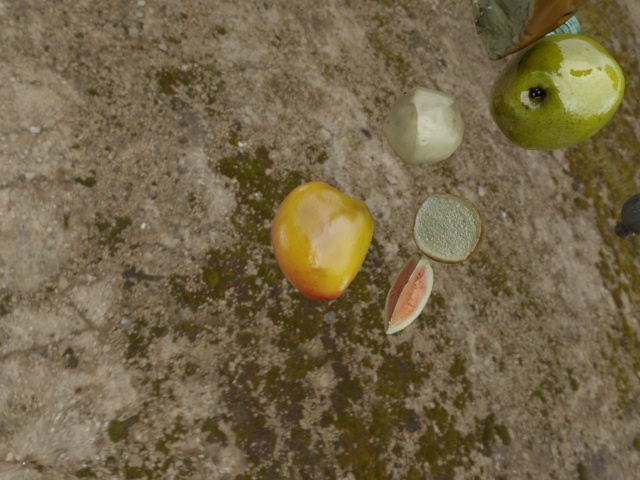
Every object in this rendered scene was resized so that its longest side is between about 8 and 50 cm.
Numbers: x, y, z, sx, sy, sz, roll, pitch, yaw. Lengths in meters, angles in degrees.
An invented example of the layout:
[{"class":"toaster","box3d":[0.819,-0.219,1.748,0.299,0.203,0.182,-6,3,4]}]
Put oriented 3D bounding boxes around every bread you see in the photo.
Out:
[{"class":"bread","box3d":[0.406,-0.038,1.423,0.070,0.236,0.236,8,60,-57]},{"class":"bread","box3d":[0.433,-0.535,0.919,0.225,0.250,0.279,41,71,-7]}]

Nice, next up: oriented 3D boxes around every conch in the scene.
[{"class":"conch","box3d":[0.705,-0.651,1.398,0.202,0.196,0.134,-35,133,-51]}]

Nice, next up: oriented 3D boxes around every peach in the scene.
[{"class":"peach","box3d":[-0.005,-0.001,1.236,0.288,0.289,0.308,29,84,-19]}]

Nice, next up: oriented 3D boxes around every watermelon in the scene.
[{"class":"watermelon","box3d":[0.329,0.193,1.600,0.128,0.159,0.304,23,99,-3]}]

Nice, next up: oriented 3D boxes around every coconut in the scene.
[{"class":"coconut","box3d":[0.274,-0.314,1.217,0.224,0.224,0.224,15,60,-27]}]

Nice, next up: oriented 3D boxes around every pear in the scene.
[{"class":"pear","box3d":[0.554,-0.349,1.068,0.294,0.294,0.295,15,60,-27]}]

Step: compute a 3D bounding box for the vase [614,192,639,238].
[{"class":"vase","box3d":[0.877,-0.055,1.226,0.120,0.183,0.120,-4,70,10]}]
